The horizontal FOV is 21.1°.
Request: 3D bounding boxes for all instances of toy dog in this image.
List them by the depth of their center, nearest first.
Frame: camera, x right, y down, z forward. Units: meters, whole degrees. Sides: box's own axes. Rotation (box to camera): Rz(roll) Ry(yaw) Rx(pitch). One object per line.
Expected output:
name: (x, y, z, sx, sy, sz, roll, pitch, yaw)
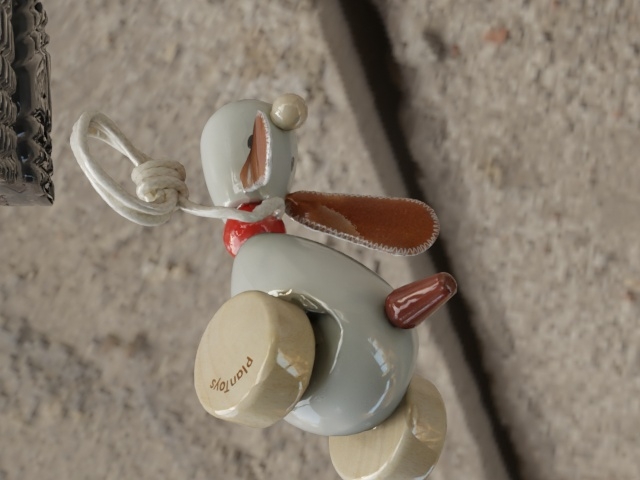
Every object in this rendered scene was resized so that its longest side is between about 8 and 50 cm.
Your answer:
toy dog: (0.000, 0.000, 1.131, 0.161, 0.333, 0.220, -43, 150, 24)

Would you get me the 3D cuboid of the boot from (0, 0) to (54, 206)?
boot: (-0.216, -0.062, 0.599, 0.223, 0.118, 0.338, -2, 167, -4)
